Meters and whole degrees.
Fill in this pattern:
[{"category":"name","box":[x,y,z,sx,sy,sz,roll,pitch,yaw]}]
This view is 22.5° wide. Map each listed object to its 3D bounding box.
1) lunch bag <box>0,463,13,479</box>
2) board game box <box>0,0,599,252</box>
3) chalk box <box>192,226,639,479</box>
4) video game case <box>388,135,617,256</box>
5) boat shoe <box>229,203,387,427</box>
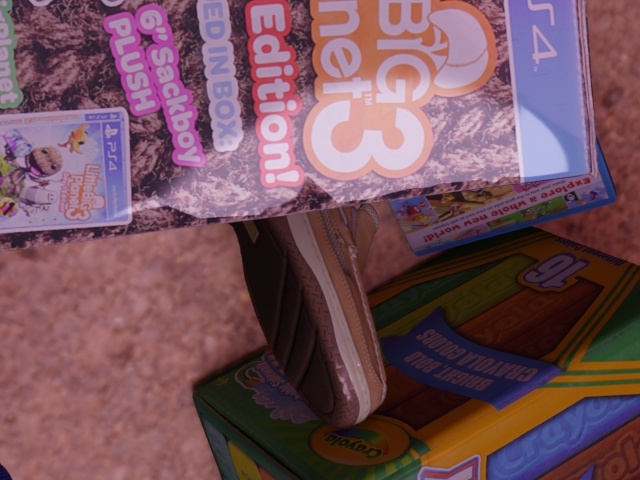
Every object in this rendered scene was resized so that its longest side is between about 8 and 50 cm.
[{"category":"lunch bag","box":[-0.350,0.085,0.598,0.328,0.239,0.385,-46,126,-8]},{"category":"board game box","box":[-0.058,-0.103,0.645,0.291,0.232,0.141,-8,108,0]},{"category":"chalk box","box":[0.056,0.140,0.855,0.289,0.180,0.179,-27,114,-20]},{"category":"video game case","box":[0.078,-0.067,0.850,0.119,0.015,0.166,-16,129,15]},{"category":"boat shoe","box":[0.000,0.000,0.803,0.072,0.068,0.190,-12,68,-28]}]
